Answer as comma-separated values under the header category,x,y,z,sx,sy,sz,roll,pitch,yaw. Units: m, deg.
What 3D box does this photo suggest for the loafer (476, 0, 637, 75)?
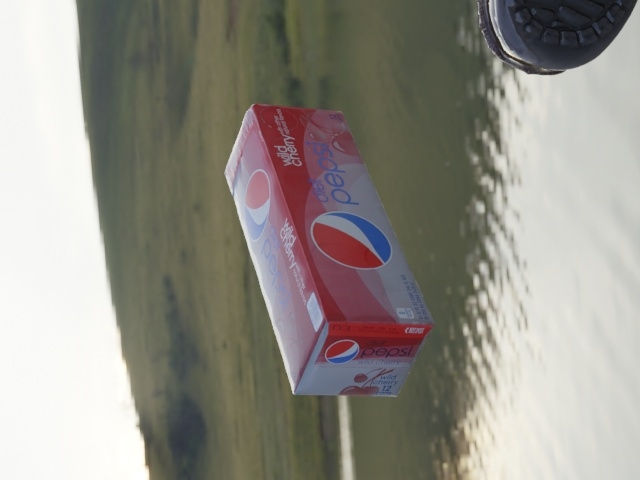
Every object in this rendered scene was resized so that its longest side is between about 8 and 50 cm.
category,x,y,z,sx,sy,sz,roll,pitch,yaw
loafer,0.201,-0.277,1.002,0.130,0.134,0.365,123,162,-56

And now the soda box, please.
category,x,y,z,sx,sy,sz,roll,pitch,yaw
soda box,0.000,0.000,0.906,0.263,0.092,0.083,-110,32,-44
